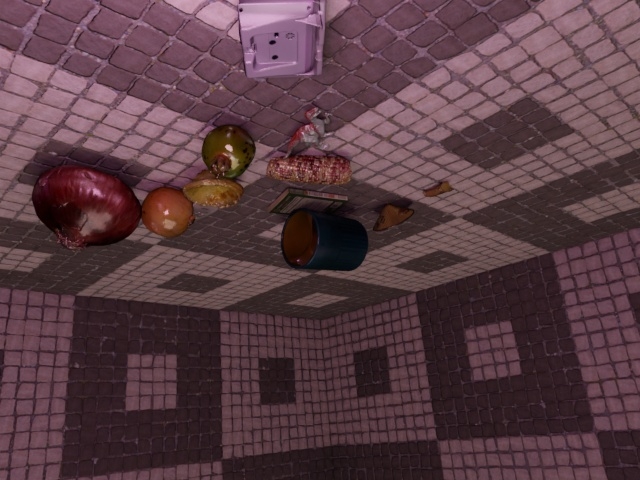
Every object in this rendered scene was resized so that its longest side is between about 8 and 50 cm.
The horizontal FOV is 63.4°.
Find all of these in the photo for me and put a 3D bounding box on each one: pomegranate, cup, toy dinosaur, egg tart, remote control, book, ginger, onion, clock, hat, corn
[{"bbox_3d":[-0.543,-0.097,1.843,0.191,0.191,0.191,-5,160,-2],"label":"pomegranate"},{"bbox_3d":[0.005,0.016,2.156,0.292,0.242,0.308,7,155,-39],"label":"cup"},{"bbox_3d":[-0.053,-0.315,1.569,0.242,0.053,0.167,-19,155,35],"label":"toy dinosaur"},{"bbox_3d":[-0.371,-0.183,1.800,0.212,0.090,0.212,-6,158,-2],"label":"egg tart"},{"bbox_3d":[-0.527,-0.107,2.037,0.109,0.055,0.313,5,164,-44],"label":"remote control"},{"bbox_3d":[-0.052,-0.144,2.078,0.264,0.027,0.202,5,159,-28],"label":"book"},{"bbox_3d":[0.466,-0.199,2.038,0.057,0.044,0.137,-45,-165,-34],"label":"ginger"},{"bbox_3d":[-0.772,-0.080,1.694,0.347,0.285,0.348,6,147,4],"label":"onion"},{"bbox_3d":[-0.083,-0.445,1.153,0.186,0.083,0.253,-3,160,-3],"label":"clock"},{"bbox_3d":[0.291,-0.117,2.177,0.193,0.082,0.193,-26,-166,7],"label":"hat"},{"bbox_3d":[-0.271,-0.248,1.503,0.159,0.205,0.159,3,126,4],"label":"pomegranate"},{"bbox_3d":[-0.037,-0.235,1.725,0.289,0.098,0.098,0,160,-10],"label":"corn"}]
